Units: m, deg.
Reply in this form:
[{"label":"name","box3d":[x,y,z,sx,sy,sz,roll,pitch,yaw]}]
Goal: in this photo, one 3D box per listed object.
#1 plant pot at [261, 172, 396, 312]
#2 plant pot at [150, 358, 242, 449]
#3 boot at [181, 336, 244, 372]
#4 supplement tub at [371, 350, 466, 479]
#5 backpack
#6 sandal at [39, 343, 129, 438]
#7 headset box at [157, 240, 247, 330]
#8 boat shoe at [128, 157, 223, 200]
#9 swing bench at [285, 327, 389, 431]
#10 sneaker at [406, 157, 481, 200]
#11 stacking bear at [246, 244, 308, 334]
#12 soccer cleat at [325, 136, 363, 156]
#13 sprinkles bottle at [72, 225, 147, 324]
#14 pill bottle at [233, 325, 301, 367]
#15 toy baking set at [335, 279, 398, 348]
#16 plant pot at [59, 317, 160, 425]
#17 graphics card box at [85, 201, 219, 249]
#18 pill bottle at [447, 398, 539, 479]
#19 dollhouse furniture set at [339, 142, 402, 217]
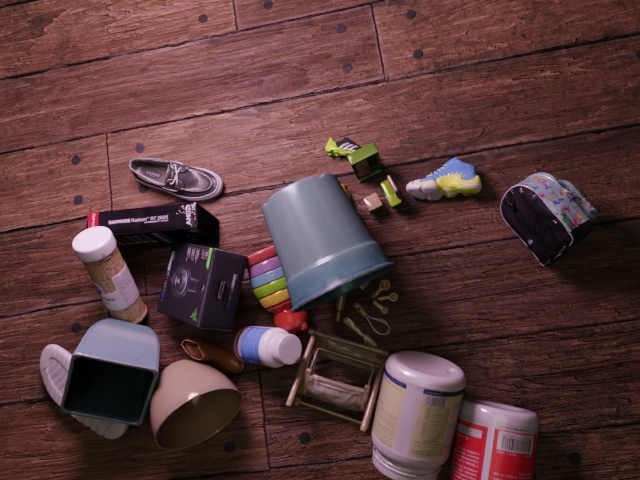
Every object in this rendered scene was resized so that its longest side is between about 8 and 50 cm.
[{"label":"plant pot","box3d":[0.000,0.000,1.720,0.341,0.341,0.333,-26,80,3]},{"label":"plant pot","box3d":[-0.415,0.488,1.793,0.284,0.284,0.191,-40,56,0]},{"label":"boot","box3d":[-0.350,0.374,1.842,0.197,0.152,0.072,24,84,11]},{"label":"supplement tub","box3d":[0.278,0.511,1.667,0.236,0.235,0.324,12,98,10]},{"label":"backpack","box3d":[0.685,-0.080,1.741,0.191,0.225,0.253,-34,72,-21]},{"label":"sandal","box3d":[-0.785,0.508,1.913,0.416,0.102,0.169,38,104,17]},{"label":"headset box","box3d":[-0.374,0.142,1.819,0.283,0.131,0.246,9,85,47]},{"label":"boat shoe","box3d":[-0.509,-0.213,1.981,0.336,0.119,0.120,9,82,10]},{"label":"swing bench","box3d":[0.060,0.427,1.775,0.254,0.165,0.254,16,78,11]},{"label":"sneaker","box3d":[0.404,-0.204,1.880,0.240,0.091,0.126,1,62,9]},{"label":"stacking bear","box3d":[-0.130,0.167,1.847,0.176,0.164,0.288,-25,88,27]},{"label":"soccer cleat","box3d":[0.105,-0.314,1.945,0.179,0.060,0.072,10,69,10]},{"label":"sprinkles bottle","box3d":[-0.669,0.124,1.835,0.121,0.355,0.121,-6,40,5]},{"label":"pill bottle","box3d":[-0.163,0.332,1.784,0.222,0.124,0.124,-6,76,50]},{"label":"toy baking set","box3d":[0.143,0.220,1.861,0.197,0.030,0.256,13,83,9]},{"label":"plant pot","box3d":[-0.641,0.389,1.805,0.248,0.252,0.247,16,117,-14]},{"label":"graphics card box","box3d":[-0.547,-0.041,1.900,0.371,0.233,0.094,-4,76,8]},{"label":"pill bottle","box3d":[0.484,0.678,1.635,0.229,0.229,0.407,9,82,9]},{"label":"dollhouse furniture set","box3d":[0.088,-0.144,1.857,0.302,0.151,0.197,-27,71,3]}]
